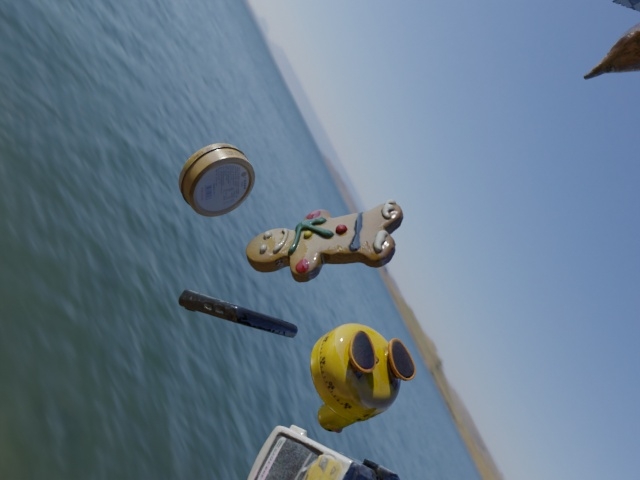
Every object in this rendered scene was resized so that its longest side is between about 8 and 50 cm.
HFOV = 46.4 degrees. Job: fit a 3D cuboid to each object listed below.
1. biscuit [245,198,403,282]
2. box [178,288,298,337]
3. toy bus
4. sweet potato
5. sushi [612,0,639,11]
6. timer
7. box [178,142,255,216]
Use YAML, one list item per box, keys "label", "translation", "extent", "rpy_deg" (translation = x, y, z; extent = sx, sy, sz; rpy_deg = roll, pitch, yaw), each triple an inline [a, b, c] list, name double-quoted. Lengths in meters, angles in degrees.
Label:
- label: "biscuit"
  translation: [0.000, 0.000, 1.388]
  extent: [0.197, 0.302, 0.049]
  rpy_deg: [-72, 149, -53]
- label: "box"
  translation: [-0.107, 0.100, 0.984]
  extent: [0.125, 0.027, 0.126]
  rpy_deg: [12, -9, 43]
- label: "toy bus"
  translation: [0.039, 0.302, 0.879]
  extent: [0.138, 0.097, 0.342]
  rpy_deg: [21, -14, 31]
- label: "sweet potato"
  translation: [0.320, -0.194, 0.760]
  extent: [0.049, 0.117, 0.049]
  rpy_deg: [61, 1, -3]
- label: "sushi"
  translation: [0.838, -0.614, 1.599]
  extent: [0.320, 0.339, 0.068]
  rpy_deg: [-1, 67, -38]
- label: "timer"
  translation: [0.033, 0.148, 0.816]
  extent: [0.107, 0.109, 0.107]
  rpy_deg: [26, 46, -30]
- label: "box"
  translation: [-0.143, -0.082, 1.034]
  extent: [0.037, 0.105, 0.105]
  rpy_deg: [51, -5, 36]
